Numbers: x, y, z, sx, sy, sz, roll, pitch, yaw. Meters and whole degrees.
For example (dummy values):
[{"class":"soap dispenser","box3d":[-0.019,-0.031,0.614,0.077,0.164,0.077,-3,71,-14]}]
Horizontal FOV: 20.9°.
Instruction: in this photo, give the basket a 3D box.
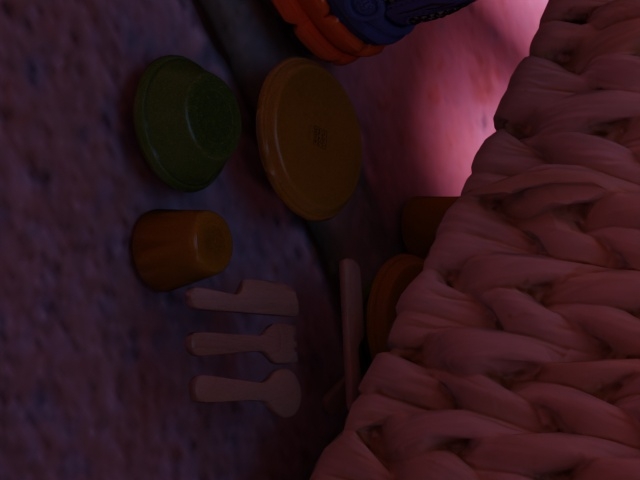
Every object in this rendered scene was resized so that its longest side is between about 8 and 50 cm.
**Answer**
[{"class":"basket","box3d":[0.230,0.078,0.513,0.328,0.331,0.266,49,62,-44]}]

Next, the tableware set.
[{"class":"tableware set","box3d":[0.000,0.000,0.509,0.154,0.024,0.104,6,78,-52]}]

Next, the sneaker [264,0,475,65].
[{"class":"sneaker","box3d":[0.057,-0.145,0.545,0.083,0.087,0.221,49,50,-40]}]
